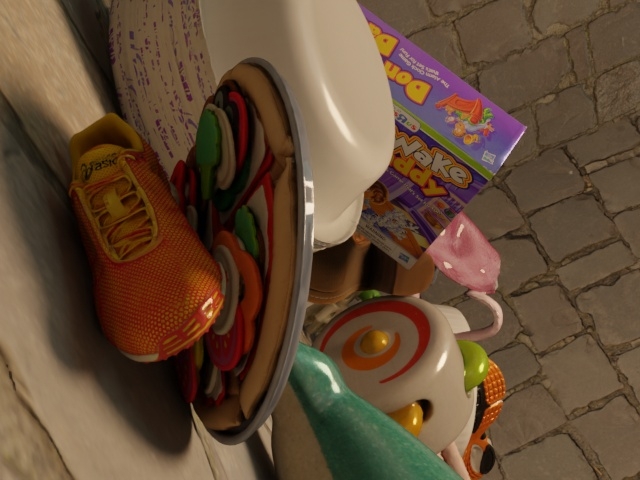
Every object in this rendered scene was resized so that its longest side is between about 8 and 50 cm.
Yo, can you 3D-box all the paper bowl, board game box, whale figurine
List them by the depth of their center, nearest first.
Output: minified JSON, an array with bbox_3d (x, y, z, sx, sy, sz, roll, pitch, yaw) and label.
[{"bbox_3d":[0.048,0.183,0.696,0.216,0.141,0.272,57,9,-77],"label":"whale figurine"},{"bbox_3d":[-0.038,-0.128,0.834,0.284,0.148,0.284,46,35,-47],"label":"paper bowl"},{"bbox_3d":[0.017,-0.143,1.075,0.347,0.078,0.233,37,-31,2],"label":"board game box"}]

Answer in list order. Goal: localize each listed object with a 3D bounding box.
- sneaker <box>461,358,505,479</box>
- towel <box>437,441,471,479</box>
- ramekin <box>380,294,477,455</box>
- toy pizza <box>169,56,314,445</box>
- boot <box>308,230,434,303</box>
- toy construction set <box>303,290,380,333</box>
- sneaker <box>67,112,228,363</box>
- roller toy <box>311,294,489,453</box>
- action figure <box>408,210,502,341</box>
[{"bbox_3d":[0.236,0.289,1.689,0.121,0.099,0.263,45,-39,47],"label":"sneaker"},{"bbox_3d":[0.172,0.414,1.302,0.317,0.053,0.332,-112,-164,-47],"label":"towel"},{"bbox_3d":[0.153,0.228,1.579,0.277,0.135,0.277,-177,-90,-82],"label":"ramekin"},{"bbox_3d":[-0.054,0.004,0.517,0.201,0.032,0.201,-175,-90,-67],"label":"toy pizza"},{"bbox_3d":[-0.021,0.007,1.264,0.220,0.283,0.109,15,-80,54],"label":"boot"},{"bbox_3d":[0.000,0.000,1.561,0.215,0.151,0.328,67,0,-67],"label":"toy construction set"},{"bbox_3d":[-0.092,-0.004,0.461,0.067,0.064,0.175,59,-5,-35],"label":"sneaker"},{"bbox_3d":[0.083,0.170,1.229,0.191,0.209,0.146,13,-40,41],"label":"roller toy"},{"bbox_3d":[0.094,-0.053,1.389,0.370,0.248,0.276,56,28,-36],"label":"action figure"}]
